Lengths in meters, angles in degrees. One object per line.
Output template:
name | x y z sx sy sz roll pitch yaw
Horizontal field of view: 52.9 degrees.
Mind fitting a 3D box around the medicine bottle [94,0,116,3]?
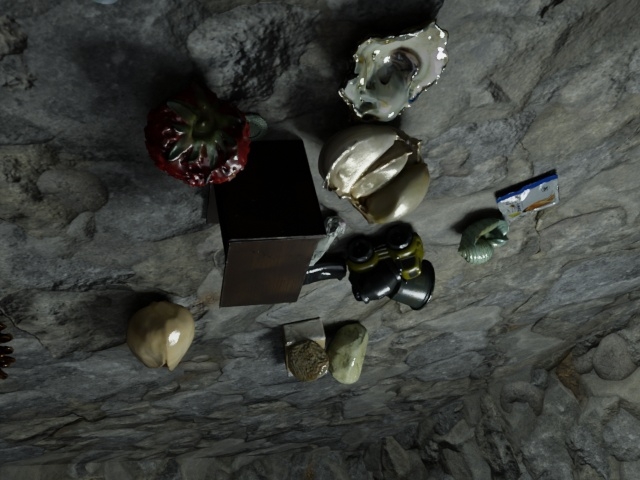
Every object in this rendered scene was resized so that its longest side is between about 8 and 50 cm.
medicine bottle | -0.262 -0.414 0.836 0.090 0.090 0.216 8 144 -33

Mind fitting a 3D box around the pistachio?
pistachio | -0.451 0.276 1.820 0.188 0.187 0.299 -3 152 -19

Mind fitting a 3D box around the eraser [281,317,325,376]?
eraser | -0.060 0.386 2.279 0.144 0.078 0.343 -9 150 -6

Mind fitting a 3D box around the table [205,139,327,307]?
table | -0.131 -0.030 1.382 0.196 0.250 0.282 -5 148 -17

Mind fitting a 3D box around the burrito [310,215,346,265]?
burrito | 0.000 0.001 1.677 0.064 0.064 0.203 7 145 -32

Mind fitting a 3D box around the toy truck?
toy truck | 0.184 0.073 1.770 0.224 0.165 0.147 -19 149 8

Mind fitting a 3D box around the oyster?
oyster | 0.131 -0.314 1.185 0.223 0.083 0.214 -23 153 4

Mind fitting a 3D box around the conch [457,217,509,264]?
conch | 0.453 -0.007 1.818 0.153 0.102 0.135 -40 145 -23

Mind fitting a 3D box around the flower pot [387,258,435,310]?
flower pot | 0.257 0.124 1.917 0.107 0.157 0.157 13 141 -23

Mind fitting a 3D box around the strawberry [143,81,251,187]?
strawberry | -0.229 -0.183 1.169 0.187 0.184 0.201 -28 -167 -20

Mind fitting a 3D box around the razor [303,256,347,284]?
razor | 0.002 0.083 1.817 0.148 0.054 0.090 -8 150 -12

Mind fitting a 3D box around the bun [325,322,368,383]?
bun | 0.089 0.390 2.258 0.134 0.220 0.220 12 152 13

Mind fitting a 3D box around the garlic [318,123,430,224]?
garlic | 0.124 -0.159 1.361 0.203 0.184 0.281 -41 121 17

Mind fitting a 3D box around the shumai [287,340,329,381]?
shumai | -0.035 0.399 2.141 0.146 0.145 0.116 -24 170 17

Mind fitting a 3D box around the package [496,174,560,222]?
package | 0.571 -0.110 1.768 0.171 0.027 0.173 -22 153 12

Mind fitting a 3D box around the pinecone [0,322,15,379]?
pinecone | -0.887 0.293 1.655 0.208 0.207 0.207 -11 150 -6

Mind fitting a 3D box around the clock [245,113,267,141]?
clock | -0.143 -0.223 1.287 0.074 0.010 0.083 -23 150 14
